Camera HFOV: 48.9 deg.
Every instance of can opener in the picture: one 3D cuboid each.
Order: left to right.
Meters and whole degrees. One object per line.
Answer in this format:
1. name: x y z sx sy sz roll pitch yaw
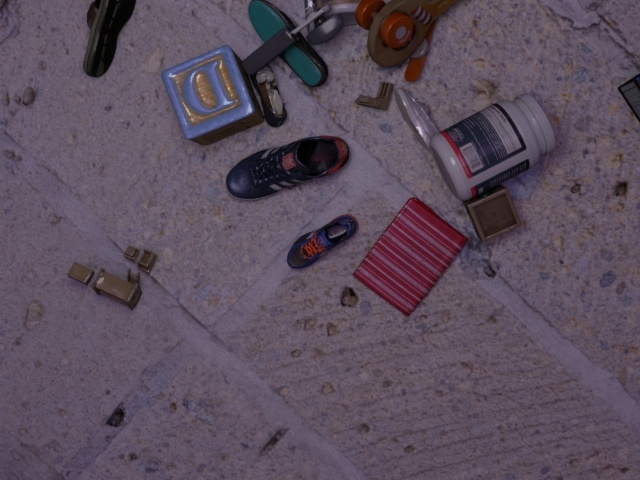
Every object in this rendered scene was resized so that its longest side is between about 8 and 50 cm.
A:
1. can opener: -0.075 -0.500 1.779 0.280 0.074 0.093 -27 102 23

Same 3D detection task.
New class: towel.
1. towel: 0.244 0.043 1.912 0.199 0.031 0.274 37 96 -1

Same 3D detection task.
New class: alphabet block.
1. alphabet block: -0.274 -0.372 1.838 0.194 0.197 0.192 -19 91 4

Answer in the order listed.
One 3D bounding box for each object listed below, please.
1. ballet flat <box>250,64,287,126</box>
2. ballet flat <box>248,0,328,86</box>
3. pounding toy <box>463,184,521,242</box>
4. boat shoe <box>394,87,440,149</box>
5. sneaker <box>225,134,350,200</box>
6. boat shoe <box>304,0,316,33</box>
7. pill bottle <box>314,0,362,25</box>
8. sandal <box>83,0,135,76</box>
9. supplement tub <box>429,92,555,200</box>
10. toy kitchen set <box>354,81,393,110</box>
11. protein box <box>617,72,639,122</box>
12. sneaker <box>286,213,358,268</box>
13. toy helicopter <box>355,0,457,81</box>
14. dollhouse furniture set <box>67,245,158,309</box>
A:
1. ballet flat: -0.136 -0.406 1.888 0.074 0.074 0.203 -17 93 4
2. ballet flat: -0.082 -0.525 1.870 0.095 0.096 0.280 -34 99 33
3. pounding toy: 0.455 -0.093 1.869 0.130 0.100 0.141 -24 102 5
4. boat shoe: 0.264 -0.333 1.875 0.063 0.066 0.184 -33 90 -6
5. sneaker: -0.094 -0.200 1.860 0.350 0.148 0.131 -20 92 5
6. boat shoe: -0.018 -0.625 1.887 0.040 0.049 0.142 -5 95 -15
7. pill bottle: 0.053 -0.704 1.822 0.153 0.153 0.264 -5 92 4
8. sandal: -0.586 -0.592 1.889 0.086 0.120 0.302 24 95 16
9. supplement tub: 0.435 -0.239 1.803 0.272 0.191 0.191 -27 91 3
10. toy kitchen set: 0.135 -0.394 1.879 0.068 0.083 0.075 19 95 44
11. protein box: 0.918 -0.371 1.795 0.200 0.136 0.201 -33 91 4
12. sneaker: 0.000 0.000 1.895 0.221 0.087 0.083 -37 90 4
13. toy helicopter: 0.271 -0.569 1.808 0.355 0.235 0.140 -38 52 -7
14. dollhouse furniture set: -0.568 0.077 1.950 0.182 0.101 0.160 24 70 2
